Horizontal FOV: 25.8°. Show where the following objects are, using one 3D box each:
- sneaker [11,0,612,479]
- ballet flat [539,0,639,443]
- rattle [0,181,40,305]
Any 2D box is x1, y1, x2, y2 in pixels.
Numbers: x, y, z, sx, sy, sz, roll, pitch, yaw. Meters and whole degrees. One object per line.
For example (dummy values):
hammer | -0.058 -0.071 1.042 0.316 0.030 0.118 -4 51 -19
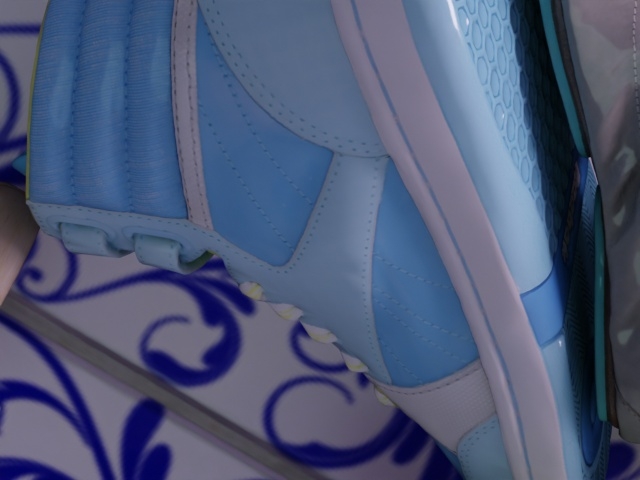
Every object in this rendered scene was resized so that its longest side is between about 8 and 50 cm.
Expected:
sneaker | 0.000 0.000 0.561 0.208 0.127 0.319 -5 127 23
ballet flat | 0.122 -0.028 0.498 0.068 0.072 0.213 -5 107 19
rattle | -0.185 0.025 0.529 0.130 0.199 0.143 -36 109 19
